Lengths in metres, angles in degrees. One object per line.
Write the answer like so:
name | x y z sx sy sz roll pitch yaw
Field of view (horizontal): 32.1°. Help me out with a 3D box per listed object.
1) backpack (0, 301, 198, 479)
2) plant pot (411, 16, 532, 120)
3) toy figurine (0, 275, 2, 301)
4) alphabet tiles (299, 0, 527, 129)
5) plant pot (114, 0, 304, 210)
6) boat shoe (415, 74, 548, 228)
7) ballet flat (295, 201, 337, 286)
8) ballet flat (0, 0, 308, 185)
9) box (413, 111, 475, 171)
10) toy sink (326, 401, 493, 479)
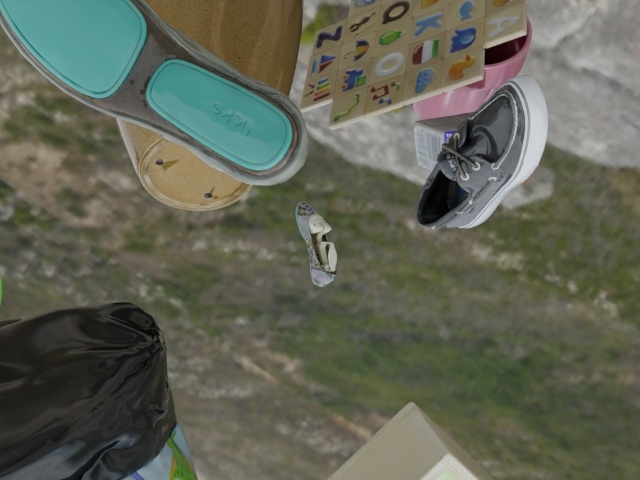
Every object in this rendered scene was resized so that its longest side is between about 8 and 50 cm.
backpack | -0.168 0.255 0.577 0.273 0.290 0.356 -132 30 -60
plant pot | 0.222 -0.282 1.784 0.201 0.201 0.180 30 144 16
toy figurine | -0.411 0.018 1.096 0.159 0.130 0.173 19 134 54
alphabet tiles | 0.127 -0.288 1.539 0.342 0.285 0.011 -16 135 28
plant pot | -0.126 -0.164 1.174 0.237 0.254 0.237 -4 141 -3
boat shoe | 0.147 -0.077 1.085 0.228 0.076 0.080 120 133 -62
ballet flat | 0.000 0.000 1.416 0.041 0.041 0.114 90 167 -78
ballet flat | -0.101 -0.098 0.662 0.213 0.072 0.068 33 180 3
box | 0.223 -0.145 1.641 0.126 0.137 0.072 -139 41 -69
toy sink | 0.088 0.335 1.280 0.153 0.234 0.131 46 -177 -26
